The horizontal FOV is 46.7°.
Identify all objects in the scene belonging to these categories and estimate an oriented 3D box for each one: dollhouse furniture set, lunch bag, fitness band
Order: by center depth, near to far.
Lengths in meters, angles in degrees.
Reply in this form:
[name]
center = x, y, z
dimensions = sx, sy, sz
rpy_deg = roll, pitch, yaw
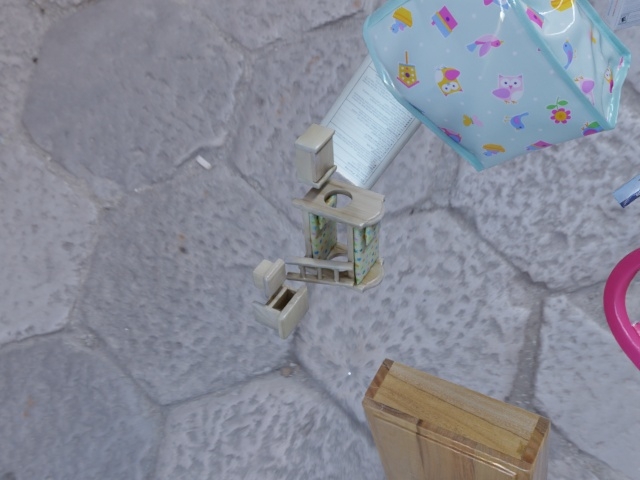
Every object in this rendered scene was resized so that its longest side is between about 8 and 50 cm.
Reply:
[dollhouse furniture set]
center = 0.000, 0.000, 0.815
dimensions = 0.101, 0.182, 0.161
rpy_deg = 20, 49, 23
[lunch bag]
center = 0.206, -0.231, 0.901
dimensions = 0.262, 0.223, 0.160
rpy_deg = 39, 59, -24
[fitness band]
center = 0.534, 0.131, 1.042
dimensions = 0.054, 0.209, 0.291
rpy_deg = -18, 58, -35

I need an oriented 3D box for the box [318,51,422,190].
[box]
center = 0.122, -0.248, 1.268
dimensions = 0.148, 0.121, 0.311
rpy_deg = 39, 122, 0

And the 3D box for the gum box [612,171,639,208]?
[gum box]
center = 0.697, -0.135, 1.563
dimensions = 0.157, 0.184, 0.041
rpy_deg = -39, 81, 23

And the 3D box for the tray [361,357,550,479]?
[tray]
center = 0.187, 0.322, 0.976
dimensions = 0.202, 0.411, 0.076
rpy_deg = 17, 57, 27

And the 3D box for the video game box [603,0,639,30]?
[video game box]
center = 0.655, -0.504, 1.397
dimensions = 0.205, 0.187, 0.048
rpy_deg = -15, 56, -8
